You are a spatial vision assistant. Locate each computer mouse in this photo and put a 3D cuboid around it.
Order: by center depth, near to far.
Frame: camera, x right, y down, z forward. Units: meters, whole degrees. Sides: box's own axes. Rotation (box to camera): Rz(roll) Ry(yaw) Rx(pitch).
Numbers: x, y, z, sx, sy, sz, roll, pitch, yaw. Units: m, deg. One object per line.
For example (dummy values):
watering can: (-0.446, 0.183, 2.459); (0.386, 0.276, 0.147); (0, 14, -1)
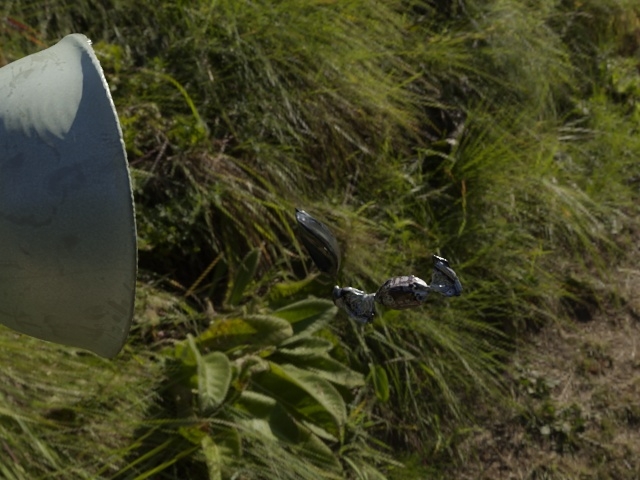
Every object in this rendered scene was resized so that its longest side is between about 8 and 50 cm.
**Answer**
computer mouse: (0.000, 0.000, 1.033); (0.047, 0.135, 0.079); (-29, 19, 10)

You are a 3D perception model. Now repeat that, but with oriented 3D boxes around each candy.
candy: (0.130, 0.090, 1.087); (0.226, 0.094, 0.051); (-15, 21, 21)

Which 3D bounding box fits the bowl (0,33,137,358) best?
bowl: (-0.289, -0.031, 0.581); (0.146, 0.313, 0.313); (-8, 19, -31)
